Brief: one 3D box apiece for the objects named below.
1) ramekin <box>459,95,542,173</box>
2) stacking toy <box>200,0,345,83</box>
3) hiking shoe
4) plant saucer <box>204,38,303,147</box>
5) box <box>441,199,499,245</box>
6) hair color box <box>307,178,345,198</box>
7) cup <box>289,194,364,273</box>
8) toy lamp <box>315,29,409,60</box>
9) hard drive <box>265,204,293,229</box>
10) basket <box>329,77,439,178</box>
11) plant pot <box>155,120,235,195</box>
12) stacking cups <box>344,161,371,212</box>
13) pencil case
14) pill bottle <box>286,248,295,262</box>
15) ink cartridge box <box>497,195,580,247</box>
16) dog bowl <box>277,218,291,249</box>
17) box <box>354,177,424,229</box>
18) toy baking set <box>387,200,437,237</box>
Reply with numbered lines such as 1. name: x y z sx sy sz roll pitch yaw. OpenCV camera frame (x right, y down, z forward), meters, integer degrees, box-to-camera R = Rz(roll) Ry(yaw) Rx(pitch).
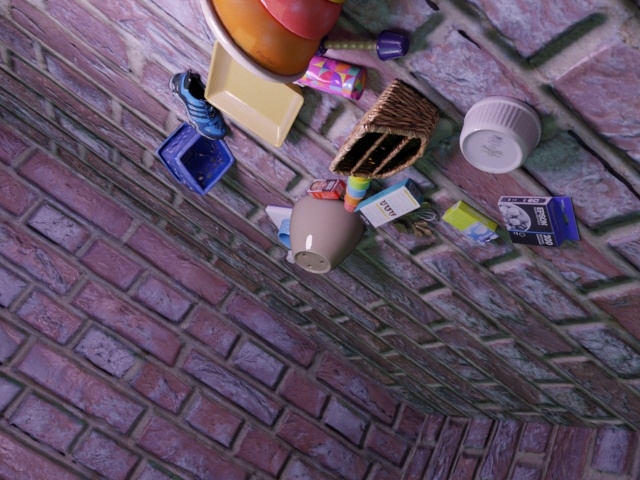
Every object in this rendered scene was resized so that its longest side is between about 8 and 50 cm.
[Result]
1. ramekin: 0.479 -0.277 1.361 0.207 0.109 0.207 25 153 14
2. stacking toy: -0.015 -0.623 1.153 0.480 0.350 0.350 -24 122 38
3. hiking shoe: -0.455 -0.508 1.931 0.132 0.113 0.304 5 144 43
4. plant saucer: -0.222 -0.510 1.722 0.333 0.080 0.333 33 154 -6
5. box: 0.531 -0.060 1.759 0.178 0.042 0.109 33 155 -5
6. hair color box: 0.023 -0.206 2.006 0.141 0.071 0.043 4 144 42
7. cup: 0.000 0.000 2.140 0.332 0.236 0.331 14 146 10
8. toy lamp: 0.106 -0.529 1.353 0.275 0.080 0.080 17 151 31
9. hard drive: -0.089 -0.075 2.388 0.319 0.040 0.210 9 147 36
10. basket: 0.198 -0.285 1.515 0.214 0.223 0.299 35 153 -7
11. plant pot: -0.553 -0.366 2.163 0.212 0.235 0.235 19 153 35
12. stacking cups: 0.143 -0.198 1.873 0.096 0.096 0.316 26 154 10
13. pencil case: 0.018 -0.486 1.493 0.237 0.104 0.104 20 152 20
14. pill bottle: -0.125 0.055 2.562 0.067 0.120 0.067 24 153 13
15. ink cartridge box: 0.693 -0.059 1.591 0.209 0.045 0.206 4 143 40
16. dog bowl: -0.079 0.017 2.407 0.297 0.074 0.166 38 153 -14
17. box: 0.248 -0.130 1.832 0.244 0.060 0.100 -26 113 42
18. toy baking set: 0.344 -0.096 1.915 0.197 0.030 0.256 20 151 16
